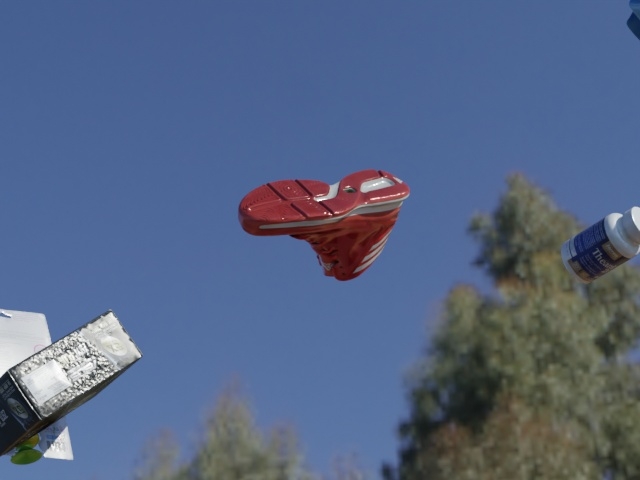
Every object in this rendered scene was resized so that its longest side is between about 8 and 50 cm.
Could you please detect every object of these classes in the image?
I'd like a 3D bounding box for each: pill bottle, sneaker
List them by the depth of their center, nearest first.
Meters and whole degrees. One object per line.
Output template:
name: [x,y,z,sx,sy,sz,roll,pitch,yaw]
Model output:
sneaker: [0.000,0.000,1.555,0.221,0.087,0.128,-8,-55,-32]
pill bottle: [0.392,0.004,1.887,0.067,0.067,0.120,22,-43,-37]

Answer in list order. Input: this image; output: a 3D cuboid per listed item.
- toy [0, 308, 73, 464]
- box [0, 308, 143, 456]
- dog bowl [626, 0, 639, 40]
toy: [-0.428,0.202,1.900,0.137,0.237,0.056,13,-47,-40]
box: [-0.342,0.184,1.791,0.180,0.077,0.147,-32,-5,-44]
dog bowl: [0.482,-0.372,1.993,0.297,0.074,0.166,45,-9,-25]
